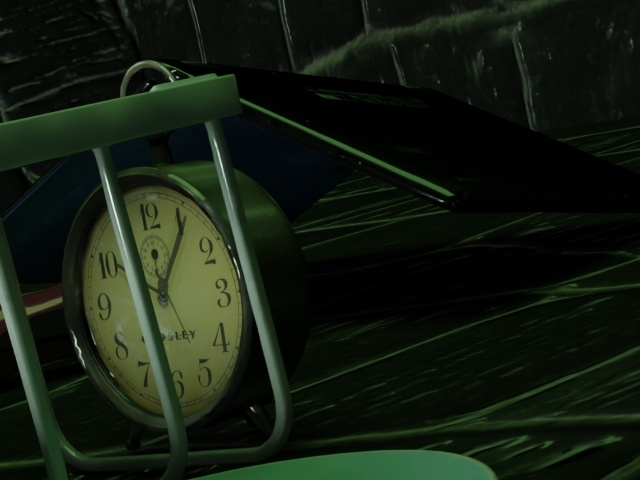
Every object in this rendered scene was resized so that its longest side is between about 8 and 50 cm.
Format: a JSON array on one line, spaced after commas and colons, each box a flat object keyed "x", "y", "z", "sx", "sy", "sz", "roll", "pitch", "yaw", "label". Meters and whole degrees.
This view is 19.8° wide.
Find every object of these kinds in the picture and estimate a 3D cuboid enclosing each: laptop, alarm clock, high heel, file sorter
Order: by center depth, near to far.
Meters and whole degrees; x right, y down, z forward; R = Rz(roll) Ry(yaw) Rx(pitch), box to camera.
[{"x": -0.176, "y": 0.049, "z": 0.759, "sx": 0.193, "sy": 0.173, "sz": 0.277, "roll": -10, "pitch": 5, "yaw": 45, "label": "file sorter"}, {"x": -0.067, "y": 0.007, "z": 0.895, "sx": 0.129, "sy": 0.192, "sz": 0.064, "roll": -6, "pitch": 7, "yaw": 41, "label": "alarm clock"}, {"x": -0.179, "y": 0.072, "z": 1.249, "sx": 0.244, "sy": 0.082, "sz": 0.117, "roll": 6, "pitch": 52, "yaw": 5, "label": "high heel"}, {"x": 0.000, "y": 0.000, "z": 1.395, "sx": 0.408, "sy": 0.236, "sz": 0.382, "roll": 25, "pitch": 15, "yaw": 31, "label": "laptop"}]

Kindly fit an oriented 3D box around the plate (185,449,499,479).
[{"x": -0.028, "y": 0.110, "z": 0.640, "sx": 0.188, "sy": 0.024, "sz": 0.188, "roll": -12, "pitch": 6, "yaw": 1, "label": "plate"}]
